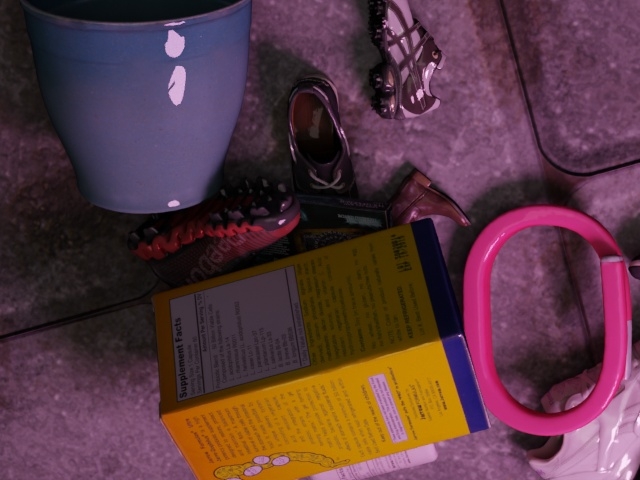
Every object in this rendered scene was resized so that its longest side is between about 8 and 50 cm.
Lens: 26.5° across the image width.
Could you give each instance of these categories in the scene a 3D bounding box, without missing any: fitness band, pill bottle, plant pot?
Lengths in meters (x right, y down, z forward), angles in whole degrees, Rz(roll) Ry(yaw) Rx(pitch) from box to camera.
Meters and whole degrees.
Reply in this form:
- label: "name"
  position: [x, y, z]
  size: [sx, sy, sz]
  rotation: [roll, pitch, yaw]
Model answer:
- label: "fitness band"
  position: [0.282, 0.099, 1.710]
  size: [0.209, 0.054, 0.290]
  rotation: [-2, 89, 23]
- label: "pill bottle"
  position: [0.027, 0.247, 1.758]
  size: [0.229, 0.131, 0.131]
  rotation: [-15, 101, 6]
- label: "plant pot"
  position: [-0.212, -0.181, 1.629]
  size: [0.272, 0.271, 0.255]
  rotation: [2, 117, 3]

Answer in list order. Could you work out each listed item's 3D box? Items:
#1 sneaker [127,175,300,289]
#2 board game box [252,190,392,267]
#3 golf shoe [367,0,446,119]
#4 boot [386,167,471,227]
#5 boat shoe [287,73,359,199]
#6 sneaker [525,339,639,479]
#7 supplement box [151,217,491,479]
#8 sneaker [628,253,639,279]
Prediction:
- label: "sneaker"
  position: [-0.114, 0.005, 1.693]
  size: [0.276, 0.097, 0.135]
  rotation: [-15, 115, 41]
- label: "board game box"
  position: [0.000, 0.000, 1.718]
  size: [0.186, 0.026, 0.126]
  rotation: [8, 123, 17]
- label: "golf shoe"
  position: [0.108, -0.249, 1.687]
  size: [0.094, 0.077, 0.198]
  rotation: [-4, 109, -7]
- label: "boot"
  position: [0.121, -0.019, 1.745]
  size: [0.106, 0.037, 0.114]
  rotation: [42, 98, 7]
- label: "boat shoe"
  position: [0.000, -0.090, 1.718]
  size: [0.084, 0.079, 0.233]
  rotation: [-9, 105, 3]
- label: "sneaker"
  position: [0.377, 0.200, 1.738]
  size: [0.152, 0.114, 0.305]
  rotation: [28, 102, -4]
- label: "supplement box"
  position: [-0.001, 0.145, 1.633]
  size: [0.357, 0.194, 0.195]
  rotation: [-15, 136, 6]
- label: "sneaker"
  position: [0.491, -0.025, 1.718]
  size: [0.235, 0.084, 0.097]
  rotation: [-24, 76, 7]
